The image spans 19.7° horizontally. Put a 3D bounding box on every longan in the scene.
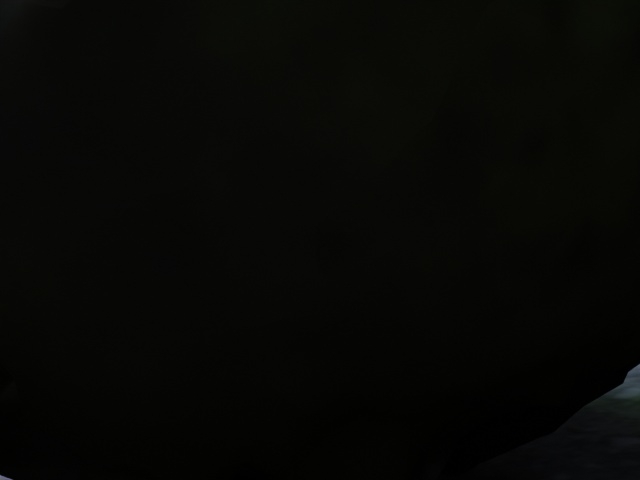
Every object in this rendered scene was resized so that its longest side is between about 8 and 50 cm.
[{"bbox_3d":[-0.020,-0.065,0.720,0.391,0.391,0.391,-6,8,1],"label":"longan"}]
